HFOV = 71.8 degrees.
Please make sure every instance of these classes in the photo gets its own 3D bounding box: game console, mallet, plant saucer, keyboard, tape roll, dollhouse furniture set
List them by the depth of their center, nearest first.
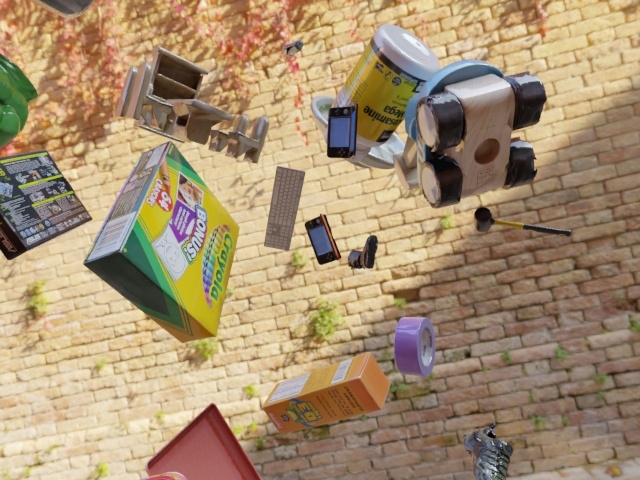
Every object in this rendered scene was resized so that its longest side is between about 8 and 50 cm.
[{"bbox_3d":[0.419,-0.027,0.934,0.190,0.039,0.062,14,-17,15],"label":"mallet"},{"bbox_3d":[0.050,-0.256,1.035,0.107,0.122,0.071,7,8,29],"label":"game console"},{"bbox_3d":[-0.272,0.562,1.043,0.048,0.258,0.259,-33,-2,23],"label":"plant saucer"},{"bbox_3d":[-0.096,-0.076,1.142,0.072,0.255,0.014,7,38,-10],"label":"keyboard"},{"bbox_3d":[0.000,0.000,1.300,0.124,0.143,0.085,-21,-2,36],"label":"game console"},{"bbox_3d":[-0.387,-0.422,1.305,0.362,0.256,0.394,14,5,-39],"label":"dollhouse furniture set"},{"bbox_3d":[0.314,0.349,1.460,0.080,0.188,0.189,-4,4,32],"label":"tape roll"},{"bbox_3d":[0.126,-0.354,1.540,0.401,0.400,0.100,-11,-37,-50],"label":"plant saucer"}]

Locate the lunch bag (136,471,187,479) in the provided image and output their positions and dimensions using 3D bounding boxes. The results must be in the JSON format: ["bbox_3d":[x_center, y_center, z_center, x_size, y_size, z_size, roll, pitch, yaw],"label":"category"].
[{"bbox_3d":[-0.312,0.554,0.702,0.258,0.293,0.120,-18,-19,-15],"label":"lunch bag"}]

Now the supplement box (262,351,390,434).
[{"bbox_3d":[0.006,0.286,0.814,0.234,0.078,0.080,-28,11,32],"label":"supplement box"}]

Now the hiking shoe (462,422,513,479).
[{"bbox_3d":[0.466,0.590,1.184,0.114,0.086,0.226,-38,22,13],"label":"hiking shoe"}]

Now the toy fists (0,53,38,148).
[{"bbox_3d":[-0.524,-0.251,0.604,0.096,0.142,0.279,3,-35,20],"label":"toy fists"}]

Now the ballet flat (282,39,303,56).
[{"bbox_3d":[-0.097,-0.624,1.449,0.041,0.041,0.114,-12,11,-31],"label":"ballet flat"}]

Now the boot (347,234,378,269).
[{"bbox_3d":[0.138,0.040,1.457,0.045,0.121,0.099,13,-8,-36],"label":"boot"}]

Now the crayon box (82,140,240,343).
[{"bbox_3d":[-0.335,0.003,1.035,0.106,0.362,0.313,-17,-47,19],"label":"crayon box"}]

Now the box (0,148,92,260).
[{"bbox_3d":[-0.698,-0.096,1.058,0.060,0.216,0.270,-26,15,10],"label":"box"}]

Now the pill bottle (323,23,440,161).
[{"bbox_3d":[0.147,-0.376,1.183,0.188,0.187,0.334,-12,-29,-40],"label":"pill bottle"}]

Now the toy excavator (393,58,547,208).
[{"bbox_3d":[0.294,-0.242,1.074,0.223,0.432,0.445,-16,40,-4],"label":"toy excavator"}]

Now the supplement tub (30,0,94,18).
[{"bbox_3d":[-0.482,-0.482,0.623,0.194,0.193,0.316,-13,-18,37],"label":"supplement tub"}]
